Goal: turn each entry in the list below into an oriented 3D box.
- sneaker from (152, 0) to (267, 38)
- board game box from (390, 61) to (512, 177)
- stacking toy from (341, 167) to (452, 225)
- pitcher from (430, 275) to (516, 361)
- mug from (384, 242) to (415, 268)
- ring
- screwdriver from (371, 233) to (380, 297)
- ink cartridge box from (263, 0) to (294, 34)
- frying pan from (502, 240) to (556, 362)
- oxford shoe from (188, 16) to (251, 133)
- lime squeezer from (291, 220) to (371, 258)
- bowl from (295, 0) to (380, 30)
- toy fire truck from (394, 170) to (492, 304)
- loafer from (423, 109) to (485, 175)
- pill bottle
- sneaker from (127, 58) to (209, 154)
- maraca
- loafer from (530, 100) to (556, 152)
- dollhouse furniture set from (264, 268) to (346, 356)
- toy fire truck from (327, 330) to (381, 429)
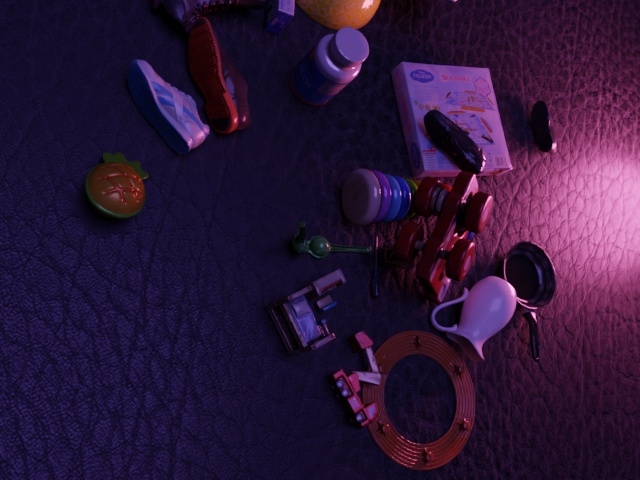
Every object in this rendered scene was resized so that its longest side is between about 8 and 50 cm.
[{"bbox_3d":[-0.271,-0.552,1.628,0.281,0.106,0.162,8,79,-17],"label":"sneaker"},{"bbox_3d":[0.373,-0.339,1.924,0.319,0.066,0.317,-4,78,-29],"label":"board game box"},{"bbox_3d":[0.222,-0.109,1.742,0.330,0.141,0.141,-1,76,-33],"label":"stacking toy"},{"bbox_3d":[0.399,0.182,1.765,0.178,0.125,0.207,37,72,2],"label":"pitcher"},{"bbox_3d":[0.209,0.041,1.738,0.062,0.078,0.064,12,77,-60],"label":"mug"},{"bbox_3d":[0.251,0.387,1.666,0.337,0.032,0.336,9,71,-26],"label":"ring"},{"bbox_3d":[0.138,0.064,1.712,0.024,0.025,0.169,13,61,-24],"label":"screwdriver"},{"bbox_3d":[-0.102,-0.644,1.737,0.046,0.097,0.207,12,70,-26],"label":"ink cartridge box"},{"bbox_3d":[0.604,0.161,1.914,0.197,0.053,0.326,-14,84,-31],"label":"frying pan"},{"bbox_3d":[-0.234,-0.387,1.596,0.098,0.097,0.271,-21,99,-50],"label":"oxford shoe"},{"bbox_3d":[0.000,0.000,1.608,0.310,0.110,0.058,21,44,-55],"label":"lime squeezer"},{"bbox_3d":[0.065,-0.730,1.820,0.290,0.156,0.289,9,71,-27],"label":"bowl"},{"bbox_3d":[0.317,-0.008,1.689,0.169,0.254,0.302,19,77,23],"label":"toy fire truck"},{"bbox_3d":[0.361,-0.269,1.820,0.223,0.076,0.078,44,56,-16],"label":"loafer"},{"bbox_3d":[0.023,-0.429,1.669,0.124,0.221,0.124,9,71,-26],"label":"pill bottle"},{"bbox_3d":[-0.343,-0.306,1.521,0.092,0.087,0.228,-43,105,-38],"label":"sneaker"},{"bbox_3d":[-0.420,-0.117,1.413,0.127,0.099,0.185,30,37,-24],"label":"maraca"},{"bbox_3d":[0.699,-0.351,2.119,0.061,0.062,0.170,9,74,-50],"label":"loafer"},{"bbox_3d":[-0.001,0.157,1.538,0.184,0.129,0.129,-25,89,-32],"label":"dollhouse furniture set"},{"bbox_3d":[0.093,0.323,1.577,0.135,0.047,0.192,-27,81,-26],"label":"toy fire truck"}]
